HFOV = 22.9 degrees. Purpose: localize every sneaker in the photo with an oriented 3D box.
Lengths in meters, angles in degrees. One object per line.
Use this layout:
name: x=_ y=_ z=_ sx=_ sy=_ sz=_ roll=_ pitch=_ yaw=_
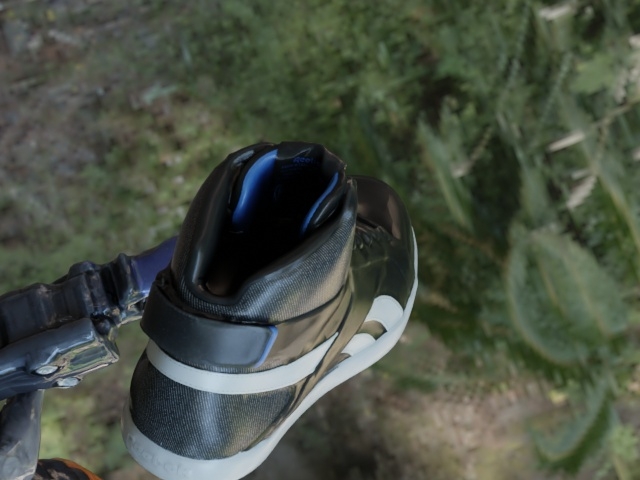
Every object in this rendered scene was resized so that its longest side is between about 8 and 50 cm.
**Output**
sneaker: x=0.000 y=0.000 z=0.656 sx=0.217 sy=0.079 sz=0.121 roll=-50 pitch=161 yaw=-52

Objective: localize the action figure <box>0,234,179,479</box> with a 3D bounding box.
action figure: x=-0.174 y=0.138 z=0.842 sx=0.341 sy=0.178 sz=0.330 roll=-24 pitch=147 yaw=11
